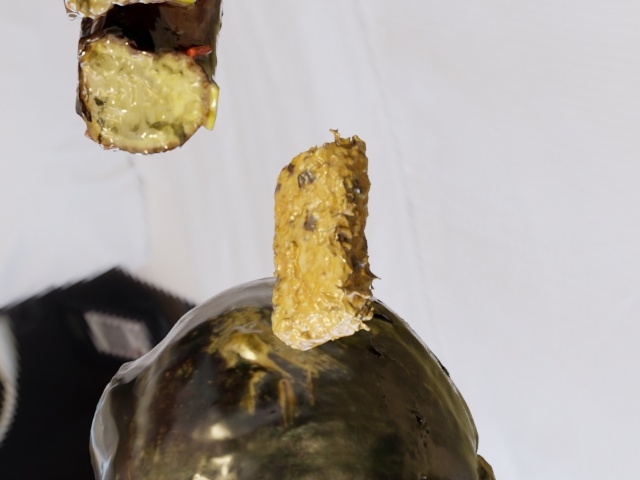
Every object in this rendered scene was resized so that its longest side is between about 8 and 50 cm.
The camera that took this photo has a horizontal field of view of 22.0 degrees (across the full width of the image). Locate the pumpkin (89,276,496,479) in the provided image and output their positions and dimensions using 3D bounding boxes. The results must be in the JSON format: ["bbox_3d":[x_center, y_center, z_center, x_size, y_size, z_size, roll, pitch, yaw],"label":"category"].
[{"bbox_3d":[-0.010,0.251,1.480,0.454,0.344,0.454,-17,-90,-81],"label":"pumpkin"}]

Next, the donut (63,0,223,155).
[{"bbox_3d":[-0.136,-0.249,1.352,0.345,0.136,0.259,102,174,-58],"label":"donut"}]

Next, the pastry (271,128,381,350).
[{"bbox_3d":[0.000,0.000,1.107,0.080,0.056,0.140,-22,57,33],"label":"pastry"}]
